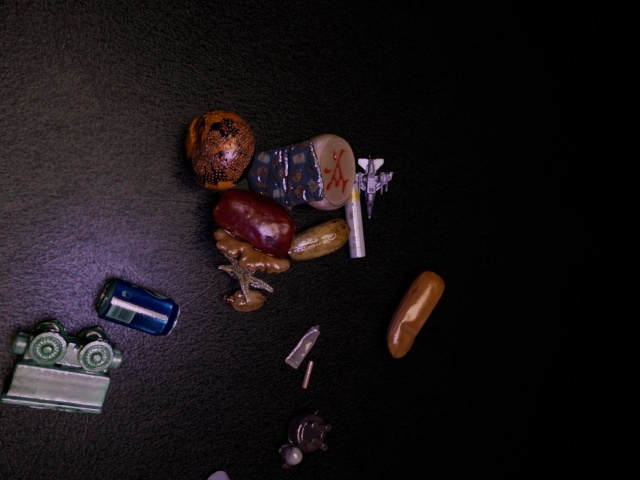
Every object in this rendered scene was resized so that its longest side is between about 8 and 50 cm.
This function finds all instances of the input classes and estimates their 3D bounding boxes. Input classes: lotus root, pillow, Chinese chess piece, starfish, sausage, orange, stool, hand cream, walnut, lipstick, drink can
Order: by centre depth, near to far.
[{"bbox_3d":[-0.503,0.190,1.348,0.205,0.118,0.118,29,78,-29],"label":"drink can"},{"bbox_3d":[-0.288,-0.258,1.389,0.182,0.234,0.234,13,85,-46],"label":"orange"},{"bbox_3d":[-0.207,-0.014,1.458,0.269,0.222,0.244,22,57,-13],"label":"walnut"},{"bbox_3d":[-0.114,-0.196,1.502,0.034,0.256,0.189,-27,108,-64],"label":"pillow"},{"bbox_3d":[-0.233,0.117,1.516,0.208,0.053,0.176,20,44,-30],"label":"starfish"},{"bbox_3d":[-0.238,0.190,1.533,0.152,0.063,0.072,8,77,-32],"label":"lotus root"},{"bbox_3d":[0.019,-0.224,1.596,0.250,0.103,0.249,-10,102,-56],"label":"Chinese chess piece"},{"bbox_3d":[-0.055,0.670,1.632,0.217,0.121,0.125,-48,115,-25],"label":"stool"},{"bbox_3d":[0.000,0.000,1.648,0.258,0.097,0.110,-24,107,-23],"label":"lotus root"},{"bbox_3d":[-0.055,0.361,1.671,0.057,0.037,0.165,41,80,-25],"label":"hand cream"},{"bbox_3d":[-0.044,0.464,1.684,0.019,0.019,0.094,20,82,-29],"label":"lipstick"},{"bbox_3d":[0.120,-0.070,1.734,0.059,0.059,0.264,-10,97,-30],"label":"lipstick"},{"bbox_3d":[0.347,0.281,1.851,0.354,0.116,0.134,-56,130,-13],"label":"sausage"}]

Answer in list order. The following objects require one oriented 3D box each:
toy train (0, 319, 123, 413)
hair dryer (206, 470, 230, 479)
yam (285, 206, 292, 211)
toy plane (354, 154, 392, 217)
[{"bbox_3d":[-0.658,0.321,1.249,0.266,0.145,0.202,20,85,-29],"label":"toy train"},{"bbox_3d":[-0.313,0.854,1.496,0.073,0.131,0.236,5,103,-33],"label":"hair dryer"},{"bbox_3d":[-0.096,-0.179,1.599,0.068,0.068,0.169,31,76,-28],"label":"yam"},{"bbox_3d":[0.182,-0.196,1.753,0.160,0.082,0.234,-1,92,-4],"label":"toy plane"}]
